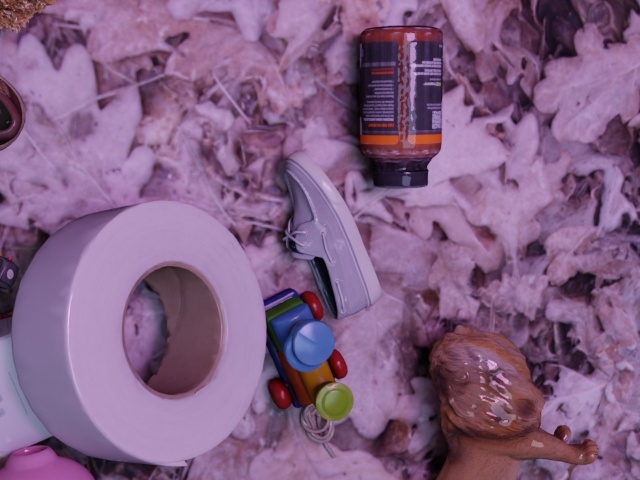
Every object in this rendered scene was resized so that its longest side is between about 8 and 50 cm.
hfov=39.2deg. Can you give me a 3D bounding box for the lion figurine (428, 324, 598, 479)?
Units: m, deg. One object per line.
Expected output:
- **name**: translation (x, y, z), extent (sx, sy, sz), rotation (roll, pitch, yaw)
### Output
- **lion figurine**: translation (0.211, 0.321, 1.222), extent (0.240, 0.142, 0.392), rotation (19, 95, -14)

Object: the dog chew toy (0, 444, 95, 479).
- **dog chew toy**: translation (-0.284, 0.383, 0.943), extent (0.207, 0.207, 0.331), rotation (-8, 92, -18)

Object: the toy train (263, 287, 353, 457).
- **toy train**: translation (0.002, 0.190, 1.122), extent (0.105, 0.143, 0.248), rotation (-26, 105, -14)

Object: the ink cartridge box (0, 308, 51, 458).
- **ink cartridge box**: translation (-0.376, 0.167, 0.992), extent (0.176, 0.128, 0.127), rotation (-22, 105, -15)

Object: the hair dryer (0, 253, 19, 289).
- **hair dryer**: translation (-0.485, 0.039, 0.911), extent (0.294, 0.080, 0.223), rotation (24, 56, 8)

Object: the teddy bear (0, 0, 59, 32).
- **teddy bear**: translation (-0.399, -0.369, 0.909), extent (0.338, 0.113, 0.245), rotation (18, 97, -22)

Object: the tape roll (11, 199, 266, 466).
- **tape roll**: translation (-0.190, 0.101, 0.992), extent (0.286, 0.100, 0.286), rotation (11, 76, -50)

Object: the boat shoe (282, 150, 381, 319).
- **boat shoe**: translation (0.000, 0.000, 1.128), extent (0.081, 0.079, 0.227), rotation (-32, 110, -17)

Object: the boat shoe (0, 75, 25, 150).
- **boat shoe**: translation (-0.459, -0.200, 0.911), extent (0.342, 0.123, 0.123), rotation (35, 85, -21)

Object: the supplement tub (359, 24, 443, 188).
- **supplement tub**: translation (0.100, -0.166, 1.127), extent (0.106, 0.106, 0.197), rotation (-3, 99, -19)
